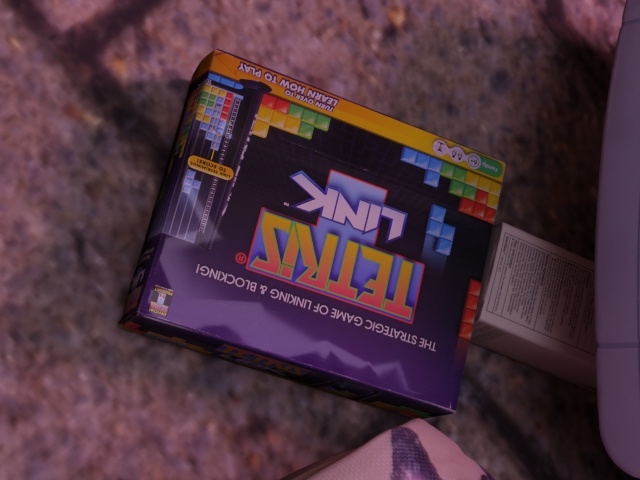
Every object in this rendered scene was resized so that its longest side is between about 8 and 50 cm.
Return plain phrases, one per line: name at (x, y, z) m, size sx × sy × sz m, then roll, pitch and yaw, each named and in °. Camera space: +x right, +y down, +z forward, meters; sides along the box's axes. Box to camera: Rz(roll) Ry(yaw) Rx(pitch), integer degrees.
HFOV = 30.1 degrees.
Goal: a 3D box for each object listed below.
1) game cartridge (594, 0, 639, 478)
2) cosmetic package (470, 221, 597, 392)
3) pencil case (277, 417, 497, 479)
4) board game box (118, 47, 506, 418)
game cartridge at (0.216, -0.008, 0.645) m, size 0.196 × 0.060 × 0.294 m, roll 28°, pitch 65°, yaw -49°
cosmetic package at (0.131, 0.040, 0.651) m, size 0.115 × 0.041 × 0.060 m, roll 24°, pitch 69°, yaw -16°
pencil case at (0.088, 0.258, 0.482) m, size 0.410 × 0.183 × 0.160 m, roll 51°, pitch 21°, yaw 10°
board game box at (0.000, 0.000, 0.604) m, size 0.170 × 0.048 × 0.141 m, roll 19°, pitch 71°, yaw -17°
